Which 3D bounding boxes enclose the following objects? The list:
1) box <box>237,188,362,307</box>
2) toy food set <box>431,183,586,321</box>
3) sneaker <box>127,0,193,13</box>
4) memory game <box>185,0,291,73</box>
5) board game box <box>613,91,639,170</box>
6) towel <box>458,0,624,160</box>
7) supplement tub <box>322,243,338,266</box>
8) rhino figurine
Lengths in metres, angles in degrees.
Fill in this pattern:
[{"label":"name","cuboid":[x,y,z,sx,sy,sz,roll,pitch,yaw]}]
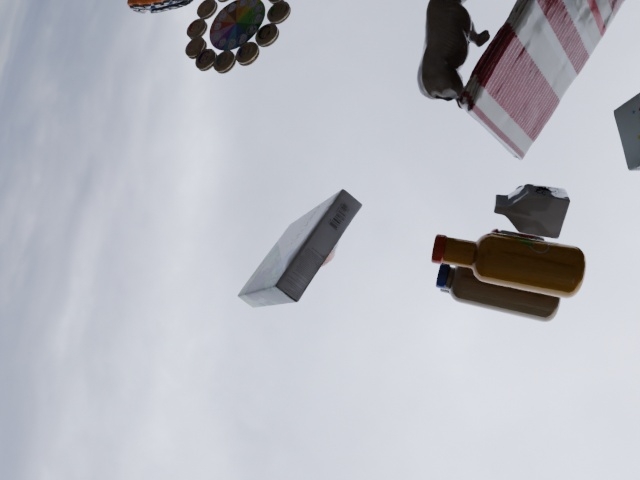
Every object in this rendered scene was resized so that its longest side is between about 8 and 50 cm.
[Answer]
[{"label":"box","cuboid":[-0.058,0.031,0.892,0.232,0.058,0.322,-55,-169,-22]},{"label":"toy food set","cuboid":[0.174,0.005,0.415,0.105,0.232,0.111,12,-63,18]},{"label":"sneaker","cuboid":[-0.152,-0.364,0.542,0.083,0.221,0.087,-120,-165,-65]},{"label":"memory game","cuboid":[-0.126,-0.328,0.624,0.186,0.012,0.186,-8,-111,21]},{"label":"board game box","cuboid":[0.559,-0.161,0.469,0.224,0.304,0.097,116,-28,-75]},{"label":"towel","cuboid":[0.362,-0.314,0.662,0.037,0.237,0.328,41,-72,44]},{"label":"supplement tub","cuboid":[0.000,0.000,1.313,0.190,0.117,0.116,103,-25,-57]},{"label":"rhino figurine","cuboid":[0.206,-0.329,0.659,0.073,0.107,0.243,4,-92,62]}]
